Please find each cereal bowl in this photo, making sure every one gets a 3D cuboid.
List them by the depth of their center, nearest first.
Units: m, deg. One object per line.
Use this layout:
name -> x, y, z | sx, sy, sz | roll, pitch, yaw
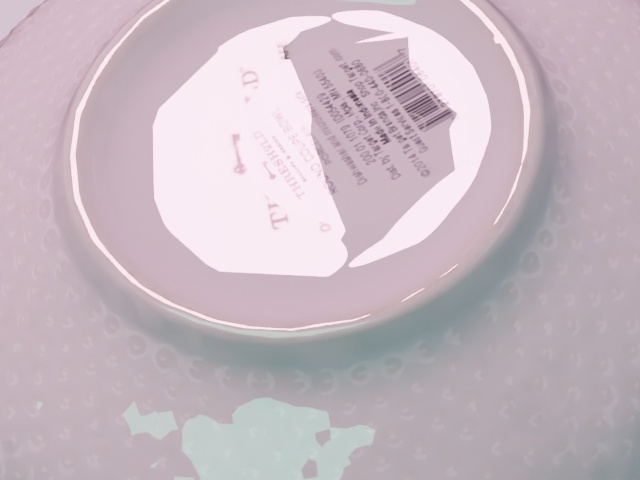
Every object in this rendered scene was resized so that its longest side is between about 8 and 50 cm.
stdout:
cereal bowl -> 0.000, 0.000, 0.674 | 0.338, 0.141, 0.339 | -4, 57, 7
